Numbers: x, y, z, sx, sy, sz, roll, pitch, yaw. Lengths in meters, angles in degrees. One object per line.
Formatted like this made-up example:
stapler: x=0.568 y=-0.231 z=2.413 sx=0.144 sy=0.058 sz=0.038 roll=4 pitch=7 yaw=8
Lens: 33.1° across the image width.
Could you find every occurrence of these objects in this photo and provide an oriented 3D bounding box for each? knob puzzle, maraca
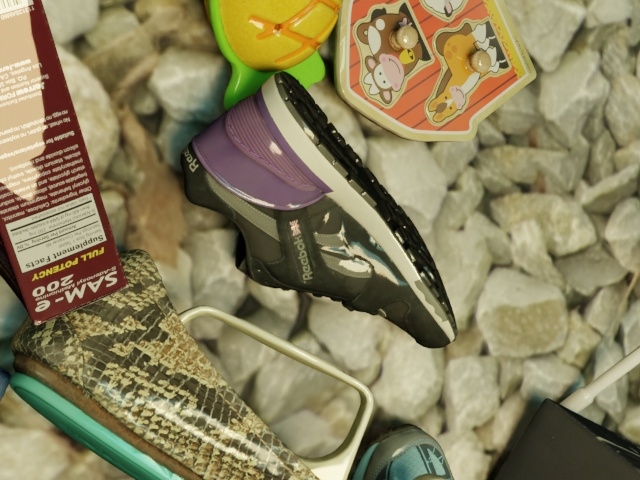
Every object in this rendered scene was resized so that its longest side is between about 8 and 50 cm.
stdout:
knob puzzle: x=0.090 y=-0.168 z=0.899 sx=0.213 sy=0.030 sz=0.213 roll=-1 pitch=91 yaw=-32
maraca: x=-0.035 y=-0.177 z=0.822 sx=0.127 sy=0.099 sz=0.185 roll=-25 pitch=128 yaw=-36

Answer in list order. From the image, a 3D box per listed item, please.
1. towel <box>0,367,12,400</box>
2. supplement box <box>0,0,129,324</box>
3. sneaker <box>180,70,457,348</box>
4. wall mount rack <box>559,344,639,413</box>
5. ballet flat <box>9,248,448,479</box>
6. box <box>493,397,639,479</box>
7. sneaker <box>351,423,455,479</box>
towel: x=-0.278 y=0.135 z=0.775 sx=0.067 sy=0.029 sz=0.119 roll=31 pitch=82 yaw=-25
supplement box: x=-0.208 y=-0.079 z=0.705 sx=0.073 sy=0.130 sz=0.239 roll=-23 pitch=118 yaw=-22
sneaker: x=0.000 y=0.000 z=0.870 sx=0.124 sy=0.107 sz=0.283 roll=-33 pitch=120 yaw=13
wall mount rack: x=0.399 y=0.090 z=1.034 sx=0.350 sy=0.130 sz=0.304 roll=34 pitch=77 yaw=-23
ballet flat: x=-0.006 y=0.189 z=0.792 sx=0.483 sy=0.164 sz=0.182 roll=45 pitch=67 yaw=-2
box: x=0.336 y=0.325 z=0.889 sx=0.312 sy=0.343 sz=0.179 roll=27 pitch=95 yaw=-25
sneaker: x=0.101 y=0.285 z=0.909 sx=0.104 sy=0.125 sz=0.261 roll=-12 pitch=100 yaw=-24
